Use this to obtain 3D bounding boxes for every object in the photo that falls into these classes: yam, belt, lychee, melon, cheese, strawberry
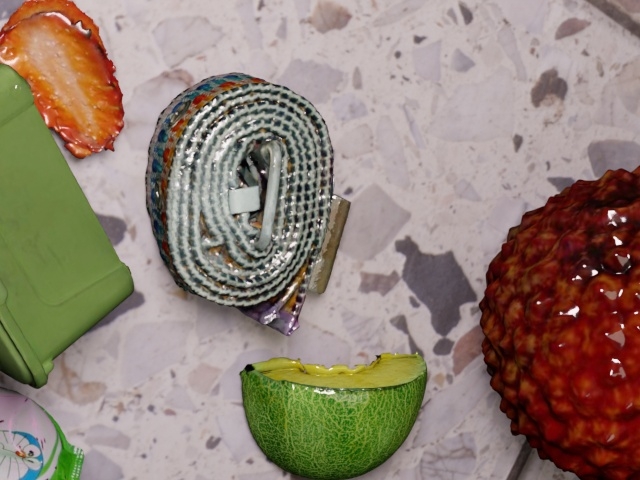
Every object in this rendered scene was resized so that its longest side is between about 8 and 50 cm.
[{"bbox_3d":[0.000,0.000,1.547,0.054,0.054,0.132,14,95,-26],"label":"yam"},{"bbox_3d":[-0.098,-0.048,1.430,0.207,0.160,0.295,8,98,-26],"label":"belt"},{"bbox_3d":[0.401,0.126,1.570,0.425,0.424,0.500,6,144,-25],"label":"lychee"},{"bbox_3d":[0.034,0.247,1.581,0.265,0.129,0.169,-2,106,-25],"label":"melon"},{"bbox_3d":[-0.423,0.221,1.345,0.321,0.204,0.083,18,124,-13],"label":"cheese"},{"bbox_3d":[-0.291,-0.186,1.364,0.121,0.082,0.188,-21,121,2],"label":"strawberry"}]

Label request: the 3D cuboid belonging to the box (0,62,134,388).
[{"bbox_3d":[-0.354,-0.030,1.277,0.178,0.253,0.328,-37,116,-22],"label":"box"}]
